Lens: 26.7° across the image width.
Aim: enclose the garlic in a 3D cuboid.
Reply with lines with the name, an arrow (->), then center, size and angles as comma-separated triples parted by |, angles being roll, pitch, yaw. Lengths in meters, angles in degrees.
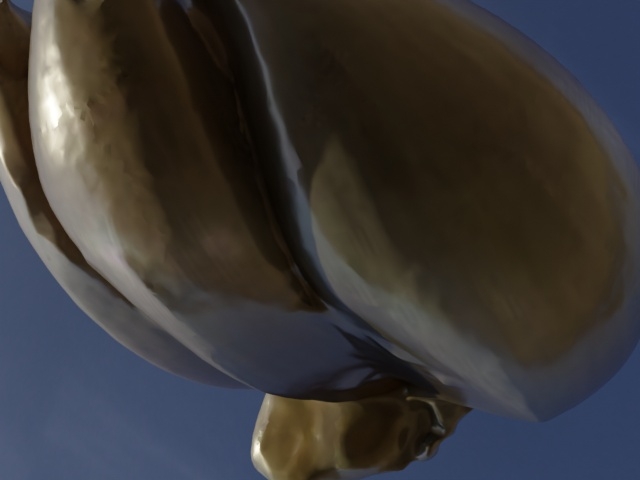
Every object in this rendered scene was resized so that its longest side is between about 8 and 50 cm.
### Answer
garlic -> 0.000, -0.001, 0.567 | 0.279, 0.325, 0.132 | 0, -123, 23
